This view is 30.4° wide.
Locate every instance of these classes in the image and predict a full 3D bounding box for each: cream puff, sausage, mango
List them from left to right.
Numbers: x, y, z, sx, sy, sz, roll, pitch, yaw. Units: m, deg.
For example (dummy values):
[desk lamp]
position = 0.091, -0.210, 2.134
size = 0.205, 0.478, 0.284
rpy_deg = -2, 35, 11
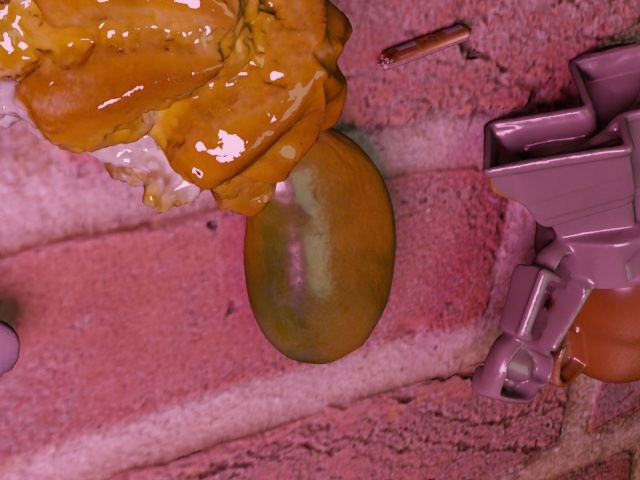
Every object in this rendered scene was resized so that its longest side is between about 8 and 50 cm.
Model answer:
[cream puff]
position = -0.072, -0.104, 0.630
size = 0.221, 0.195, 0.194
rpy_deg = 21, 96, -52
[mango]
position = 0.003, 0.001, 0.831
size = 0.122, 0.085, 0.191
rpy_deg = -21, 127, -33
[sausage]
position = 0.079, -0.145, 0.879
size = 0.100, 0.015, 0.015
rpy_deg = -26, 128, -34

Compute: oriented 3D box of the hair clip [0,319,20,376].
[hair clip]
position = -0.241, 0.018, 0.607
size = 0.146, 0.075, 0.257
rpy_deg = -16, 119, -17

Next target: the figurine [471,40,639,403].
[figurine]
position = 0.253, 0.002, 1.028
size = 0.342, 0.167, 0.285
rpy_deg = -26, 123, -8
